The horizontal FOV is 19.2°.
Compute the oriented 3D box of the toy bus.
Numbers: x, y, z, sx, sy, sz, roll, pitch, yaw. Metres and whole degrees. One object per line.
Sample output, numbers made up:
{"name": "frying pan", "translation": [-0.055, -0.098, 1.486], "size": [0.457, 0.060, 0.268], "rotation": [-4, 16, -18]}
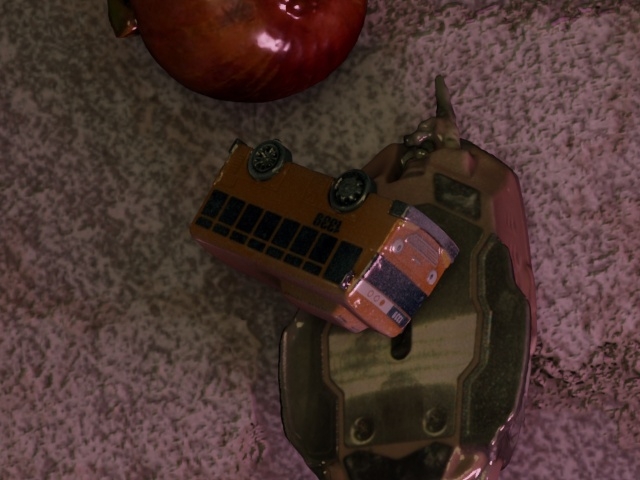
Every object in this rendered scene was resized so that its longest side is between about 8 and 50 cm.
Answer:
{"name": "toy bus", "translation": [0.000, 0.000, 1.403], "size": [0.182, 0.091, 0.103], "rotation": [22, 78, 39]}

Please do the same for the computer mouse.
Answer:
{"name": "computer mouse", "translation": [0.080, 0.056, 1.459], "size": [0.199, 0.115, 0.389], "rotation": [-6, 62, 20]}

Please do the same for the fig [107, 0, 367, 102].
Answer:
{"name": "fig", "translation": [-0.068, -0.201, 1.474], "size": [0.205, 0.205, 0.205], "rotation": [-1, 83, 6]}
